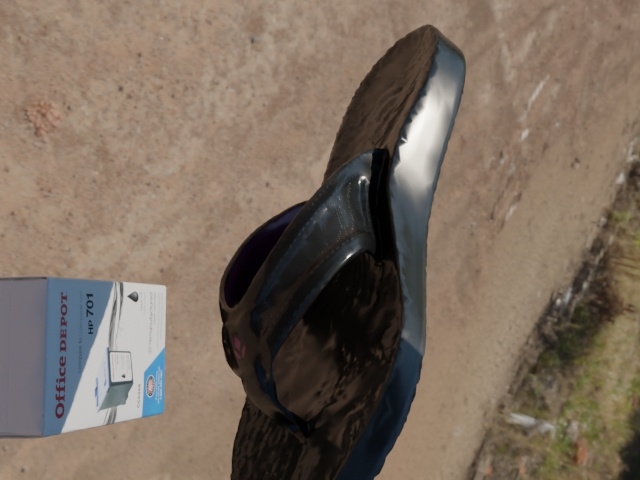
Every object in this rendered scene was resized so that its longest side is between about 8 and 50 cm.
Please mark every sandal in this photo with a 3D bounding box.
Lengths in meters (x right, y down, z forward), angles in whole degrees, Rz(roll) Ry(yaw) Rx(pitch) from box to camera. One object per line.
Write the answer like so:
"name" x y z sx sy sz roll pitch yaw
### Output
"sandal" -0.001 0.000 0.558 0.107 0.167 0.446 32 51 -21

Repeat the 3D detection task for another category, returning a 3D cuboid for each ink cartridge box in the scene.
"ink cartridge box" -0.232 0.108 0.742 0.190 0.082 0.140 16 73 -70
